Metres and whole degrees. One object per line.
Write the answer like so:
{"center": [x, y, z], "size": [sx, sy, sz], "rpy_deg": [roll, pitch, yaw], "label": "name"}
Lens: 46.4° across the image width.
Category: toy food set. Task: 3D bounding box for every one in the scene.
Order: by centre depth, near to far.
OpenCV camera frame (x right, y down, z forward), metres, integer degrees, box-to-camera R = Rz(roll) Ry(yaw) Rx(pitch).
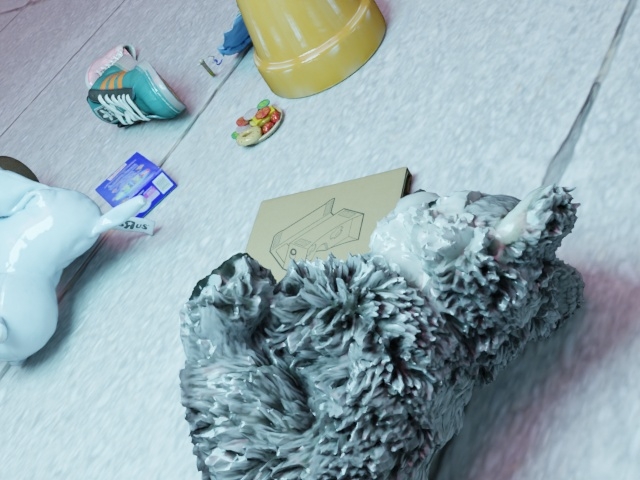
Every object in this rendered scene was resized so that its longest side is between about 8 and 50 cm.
{"center": [-0.094, -0.171, 1.097], "size": [0.083, 0.020, 0.082], "rpy_deg": [-37, 37, 1], "label": "toy food set"}

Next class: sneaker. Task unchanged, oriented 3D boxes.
{"center": [-0.327, -0.241, 1.293], "size": [0.121, 0.108, 0.302], "rpy_deg": [-44, 30, -8], "label": "sneaker"}
{"center": [-0.425, -0.358, 1.527], "size": [0.070, 0.051, 0.134], "rpy_deg": [-11, 40, 37], "label": "sneaker"}

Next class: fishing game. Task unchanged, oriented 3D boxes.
{"center": [-0.112, -0.385, 1.246], "size": [0.264, 0.041, 0.189], "rpy_deg": [-48, 3, 7], "label": "fishing game"}

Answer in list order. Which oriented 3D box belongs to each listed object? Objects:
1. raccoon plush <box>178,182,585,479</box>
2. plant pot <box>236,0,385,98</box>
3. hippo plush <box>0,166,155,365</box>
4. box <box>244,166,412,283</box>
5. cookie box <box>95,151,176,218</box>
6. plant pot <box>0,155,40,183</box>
{"center": [0.082, 0.162, 0.549], "size": [0.299, 0.216, 0.446], "rpy_deg": [-13, 72, 9], "label": "raccoon plush"}
{"center": [-0.036, -0.347, 1.097], "size": [0.205, 0.188, 0.205], "rpy_deg": [-22, 40, 20], "label": "plant pot"}
{"center": [-0.399, 0.047, 1.009], "size": [0.294, 0.234, 0.236], "rpy_deg": [15, 73, -2], "label": "hippo plush"}
{"center": [0.000, 0.000, 0.846], "size": [0.201, 0.021, 0.164], "rpy_deg": [-11, 45, 29], "label": "box"}
{"center": [-0.281, -0.081, 1.134], "size": [0.092, 0.040, 0.107], "rpy_deg": [-45, 38, -10], "label": "cookie box"}
{"center": [-0.560, -0.035, 1.197], "size": [0.215, 0.215, 0.230], "rpy_deg": [-11, 30, 29], "label": "plant pot"}
